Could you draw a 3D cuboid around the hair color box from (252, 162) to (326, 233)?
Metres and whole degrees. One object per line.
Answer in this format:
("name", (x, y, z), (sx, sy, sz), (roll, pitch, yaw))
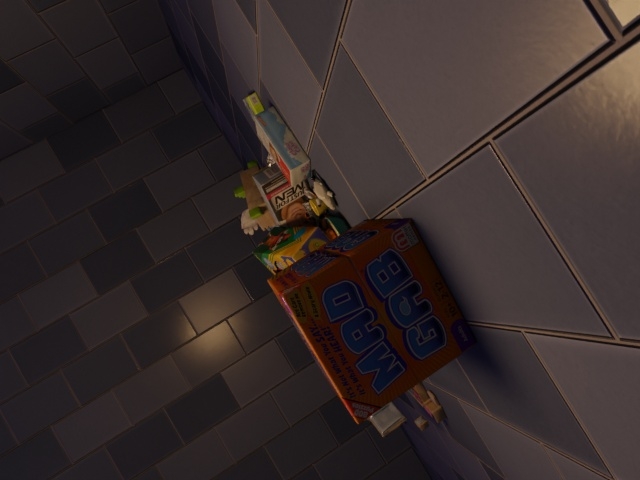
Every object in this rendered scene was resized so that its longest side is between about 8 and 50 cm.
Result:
("hair color box", (-0.122, -0.151, 1.979), (0.113, 0.185, 0.374), (48, 166, 48))

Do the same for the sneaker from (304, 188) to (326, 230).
("sneaker", (-0.028, -0.115, 1.925), (0.084, 0.083, 0.215), (49, 165, 54))

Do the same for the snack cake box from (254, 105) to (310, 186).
("snack cake box", (-0.141, -0.350, 1.753), (0.264, 0.089, 0.152), (57, 169, 13))

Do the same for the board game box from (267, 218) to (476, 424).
("board game box", (0.113, 0.181, 1.256), (0.357, 0.356, 0.356), (60, 170, -7))

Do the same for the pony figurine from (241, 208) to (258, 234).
("pony figurine", (-0.308, -0.196, 2.683), (0.363, 0.302, 0.351), (44, -160, -54))

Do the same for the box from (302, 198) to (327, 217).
("box", (-0.021, -0.131, 1.856), (0.067, 0.083, 0.018), (62, -148, -24))

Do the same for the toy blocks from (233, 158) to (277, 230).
("toy blocks", (-0.254, -0.164, 2.187), (0.261, 0.190, 0.381), (60, -173, -45))

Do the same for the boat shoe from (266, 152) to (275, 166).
("boat shoe", (-0.191, -0.345, 2.043), (0.095, 0.084, 0.258), (54, 170, 32))

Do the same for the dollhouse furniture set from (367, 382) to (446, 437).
("dollhouse furniture set", (0.314, 0.701, 2.013), (0.198, 0.303, 0.286), (61, 171, -20))

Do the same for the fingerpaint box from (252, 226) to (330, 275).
("fingerpaint box", (-0.012, 0.153, 1.858), (0.445, 0.163, 0.371), (48, 159, -23))

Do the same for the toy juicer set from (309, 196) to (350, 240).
("toy juicer set", (0.067, -0.007, 1.733), (0.329, 0.089, 0.209), (51, 168, 38))

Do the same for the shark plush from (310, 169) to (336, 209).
("shark plush", (0.001, -0.178, 1.670), (0.161, 0.073, 0.067), (51, -161, 20))

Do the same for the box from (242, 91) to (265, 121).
("box", (-0.278, -0.558, 1.967), (0.109, 0.042, 0.178), (62, 170, -18))
